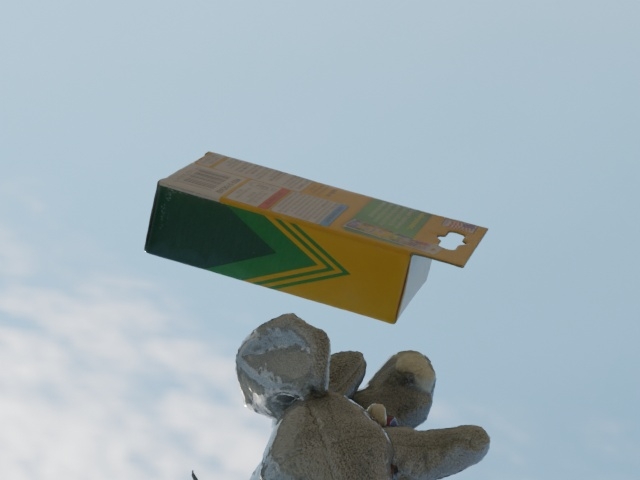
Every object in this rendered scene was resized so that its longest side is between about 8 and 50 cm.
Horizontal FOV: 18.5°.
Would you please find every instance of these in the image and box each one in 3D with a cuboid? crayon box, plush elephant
[{"bbox_3d":[0.000,0.000,2.058,0.323,0.083,0.203,15,-166,9],"label":"crayon box"},{"bbox_3d":[0.028,0.206,1.706,0.330,0.272,0.255,-4,160,-21],"label":"plush elephant"}]
